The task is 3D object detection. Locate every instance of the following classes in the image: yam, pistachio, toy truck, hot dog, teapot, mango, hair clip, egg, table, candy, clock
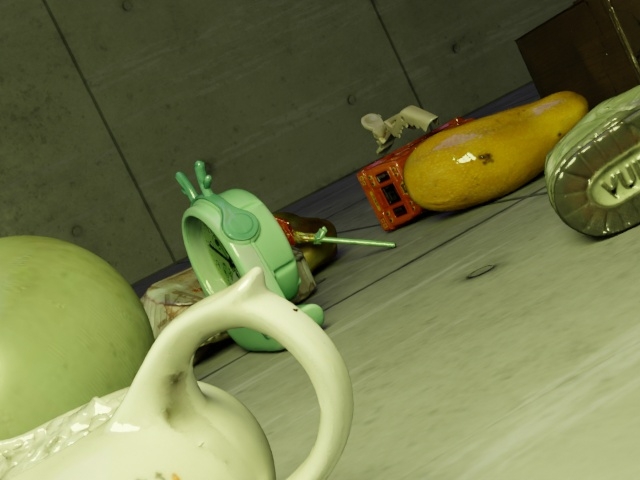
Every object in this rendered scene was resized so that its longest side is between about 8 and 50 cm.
[{"bbox_3d":[-0.133,0.117,1.224,0.032,0.032,0.145,-23,5,24],"label":"yam"},{"bbox_3d":[-0.041,0.007,1.437,0.189,0.110,0.100,-35,-21,-55],"label":"pistachio"},{"bbox_3d":[0.179,-0.112,1.528,0.253,0.107,0.114,-30,4,-37],"label":"toy truck"},{"bbox_3d":[-0.115,0.065,1.220,0.144,0.075,0.268,10,21,37],"label":"hot dog"},{"bbox_3d":[-0.112,0.125,0.496,0.300,0.166,0.208,-34,-9,16],"label":"teapot"},{"bbox_3d":[0.233,-0.112,1.329,0.262,0.109,0.157,-20,-3,6],"label":"mango"},{"bbox_3d":[0.120,-0.183,1.549,0.034,0.072,0.226,-33,4,-17],"label":"hair clip"},{"bbox_3d":[-0.245,0.118,0.796,0.218,0.218,0.295,-25,19,11],"label":"egg"},{"bbox_3d":[0.463,-0.278,1.413,0.251,0.196,0.282,-28,4,-13],"label":"table"},{"bbox_3d":[0.000,0.000,1.337,0.201,0.060,0.060,3,10,7],"label":"candy"},{"bbox_3d":[-0.085,0.014,1.044,0.066,0.211,0.159,-29,9,-24],"label":"clock"}]

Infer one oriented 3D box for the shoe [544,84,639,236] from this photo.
[{"bbox_3d":[0.318,-0.109,0.876,0.293,0.109,0.149,-30,11,3],"label":"shoe"}]
